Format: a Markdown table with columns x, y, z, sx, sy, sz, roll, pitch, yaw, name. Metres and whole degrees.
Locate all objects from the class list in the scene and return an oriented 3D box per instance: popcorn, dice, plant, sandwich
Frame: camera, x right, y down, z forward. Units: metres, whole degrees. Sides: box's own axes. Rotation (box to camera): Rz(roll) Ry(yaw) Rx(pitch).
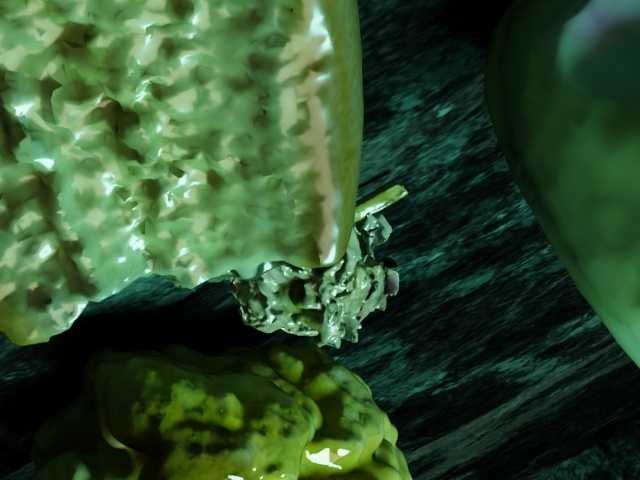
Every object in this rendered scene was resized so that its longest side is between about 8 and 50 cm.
| x | y | z | sx | sy | sz | roll | pitch | yaw | name |
| --- | --- | --- | --- | --- | --- | --- | --- | --- | --- |
| -0.078 | 0.167 | 1.239 | 0.265 | 0.225 | 0.332 | -11 | 156 | 10 | popcorn |
| 0.255 | -0.061 | 0.983 | 0.250 | 0.252 | 0.254 | -35 | 163 | 22 | dice |
| 0.000 | 0.000 | 1.133 | 0.116 | 0.104 | 0.122 | 4 | -136 | 38 | plant |
| -0.060 | -0.107 | 0.392 | 0.122 | 0.235 | 0.128 | -17 | 167 | 8 | sandwich |
